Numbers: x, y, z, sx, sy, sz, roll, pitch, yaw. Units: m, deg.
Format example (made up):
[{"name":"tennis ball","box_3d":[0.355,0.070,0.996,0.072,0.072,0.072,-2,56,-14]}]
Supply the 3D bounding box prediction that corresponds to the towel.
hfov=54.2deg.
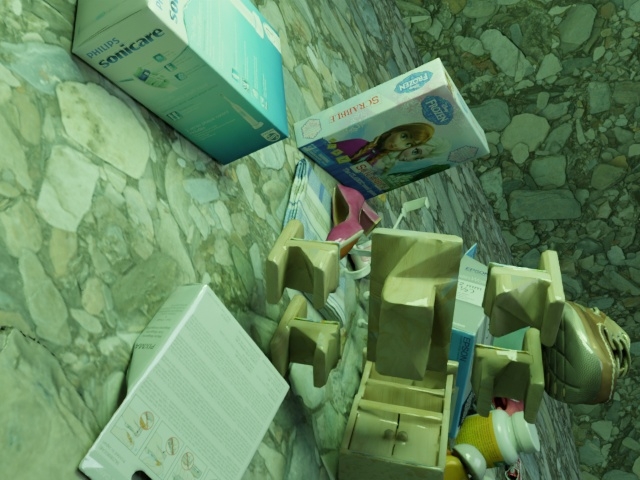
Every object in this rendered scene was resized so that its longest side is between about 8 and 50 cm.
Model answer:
[{"name":"towel","box_3d":[0.000,0.000,1.157,0.209,0.034,0.285,54,27,-34]}]

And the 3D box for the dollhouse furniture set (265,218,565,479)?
[{"name":"dollhouse furniture set","box_3d":[0.134,0.148,0.947,0.256,0.363,0.393,-64,157,-59]}]

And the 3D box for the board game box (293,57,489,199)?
[{"name":"board game box","box_3d":[0.160,-0.215,1.326,0.319,0.318,0.065,30,45,-56]}]

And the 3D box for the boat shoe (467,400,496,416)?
[{"name":"boat shoe","box_3d":[0.324,0.336,1.487,0.335,0.119,0.121,50,30,-37]}]

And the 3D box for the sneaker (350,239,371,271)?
[{"name":"sneaker","box_3d":[0.103,0.035,1.337,0.134,0.051,0.070,-19,90,-64]}]

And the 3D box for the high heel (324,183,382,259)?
[{"name":"high heel","box_3d":[0.030,-0.040,1.154,0.117,0.082,0.244,41,34,7]}]

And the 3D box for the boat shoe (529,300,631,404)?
[{"name":"boat shoe","box_3d":[0.364,0.141,0.855,0.324,0.117,0.123,-34,132,-75]}]

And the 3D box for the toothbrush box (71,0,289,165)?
[{"name":"toothbrush box","box_3d":[-0.178,-0.276,0.867,0.295,0.126,0.216,37,40,-53]}]

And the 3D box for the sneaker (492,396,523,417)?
[{"name":"sneaker","box_3d":[0.574,0.518,1.903,0.314,0.116,0.136,-13,82,-67]}]

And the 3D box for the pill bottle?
[{"name":"pill bottle","box_3d":[0.362,0.438,1.372,0.117,0.209,0.117,48,31,-42]}]

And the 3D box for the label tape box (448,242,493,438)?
[{"name":"label tape box","box_3d":[0.297,0.190,1.281,0.348,0.115,0.249,-37,136,-51]}]

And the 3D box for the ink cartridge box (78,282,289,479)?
[{"name":"ink cartridge box","box_3d":[-0.145,0.190,0.681,0.189,0.066,0.232,57,47,-28]}]

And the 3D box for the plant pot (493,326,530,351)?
[{"name":"plant pot","box_3d":[0.558,0.340,1.853,0.293,0.293,0.196,30,71,-56]}]

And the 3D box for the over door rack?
[{"name":"over door rack","box_3d":[0.153,0.089,1.270,0.324,0.108,0.239,-43,119,-49]}]

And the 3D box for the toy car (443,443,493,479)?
[{"name":"toy car","box_3d":[0.242,0.472,1.197,0.181,0.159,0.136,61,-13,-16]}]

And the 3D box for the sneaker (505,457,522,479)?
[{"name":"sneaker","box_3d":[0.571,0.672,1.857,0.067,0.042,0.118,50,32,-45]}]
